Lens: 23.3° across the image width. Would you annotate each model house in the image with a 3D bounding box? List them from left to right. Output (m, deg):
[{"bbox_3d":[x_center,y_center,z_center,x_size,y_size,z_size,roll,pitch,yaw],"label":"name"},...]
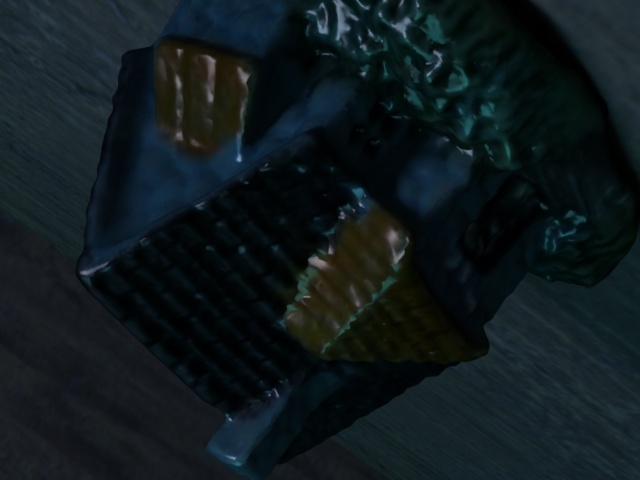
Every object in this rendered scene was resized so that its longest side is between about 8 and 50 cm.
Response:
[{"bbox_3d":[0.000,0.000,0.821,0.226,0.241,0.261,25,164,39],"label":"model house"}]
